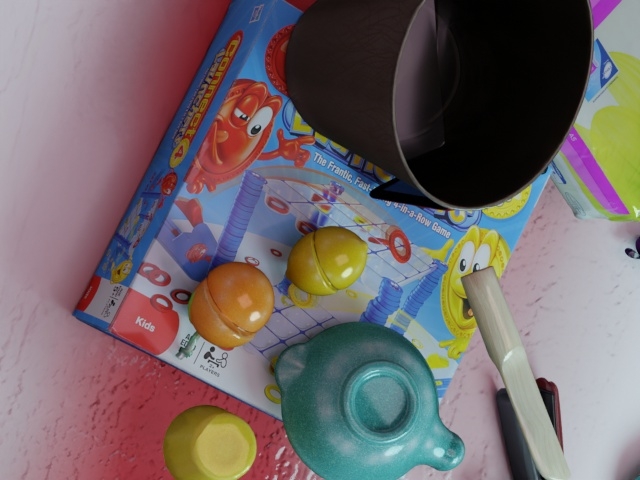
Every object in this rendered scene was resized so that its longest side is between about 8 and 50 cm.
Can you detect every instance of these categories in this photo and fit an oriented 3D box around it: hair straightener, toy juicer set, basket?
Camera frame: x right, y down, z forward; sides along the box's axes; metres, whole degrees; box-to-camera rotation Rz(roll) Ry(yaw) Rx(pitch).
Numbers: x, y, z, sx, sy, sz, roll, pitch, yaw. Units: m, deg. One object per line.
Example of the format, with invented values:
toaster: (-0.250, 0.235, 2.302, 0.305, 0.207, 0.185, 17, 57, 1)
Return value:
hair straightener: (0.180, 0.244, 1.766, 0.089, 0.047, 0.230, -10, 105, -24)
toy juicer set: (0.036, 0.095, 1.560, 0.329, 0.089, 0.209, 1, 83, -18)
basket: (0.075, -0.129, 1.468, 0.154, 0.227, 0.204, 26, 83, -25)

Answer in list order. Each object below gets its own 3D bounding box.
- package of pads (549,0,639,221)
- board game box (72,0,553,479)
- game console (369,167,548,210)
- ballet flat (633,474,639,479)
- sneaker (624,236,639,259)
package of pads: (0.285, -0.183, 1.707, 0.296, 0.101, 0.229, -47, 114, -24)
board game box: (0.000, 0.000, 1.621, 0.308, 0.086, 0.302, 29, 84, -25)
game console: (0.112, -0.085, 1.536, 0.085, 0.144, 0.124, 6, 93, -27)
ballet flat: (0.474, 0.221, 1.845, 0.409, 0.147, 0.147, -20, 104, -23)
sneaker: (0.372, -0.058, 1.798, 0.098, 0.083, 0.224, 31, 83, -20)
